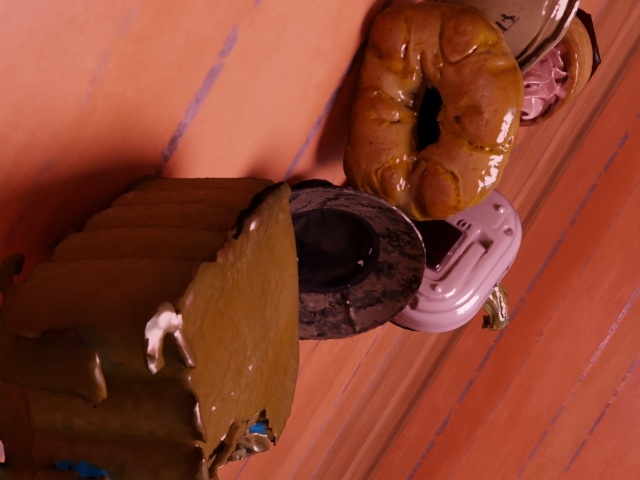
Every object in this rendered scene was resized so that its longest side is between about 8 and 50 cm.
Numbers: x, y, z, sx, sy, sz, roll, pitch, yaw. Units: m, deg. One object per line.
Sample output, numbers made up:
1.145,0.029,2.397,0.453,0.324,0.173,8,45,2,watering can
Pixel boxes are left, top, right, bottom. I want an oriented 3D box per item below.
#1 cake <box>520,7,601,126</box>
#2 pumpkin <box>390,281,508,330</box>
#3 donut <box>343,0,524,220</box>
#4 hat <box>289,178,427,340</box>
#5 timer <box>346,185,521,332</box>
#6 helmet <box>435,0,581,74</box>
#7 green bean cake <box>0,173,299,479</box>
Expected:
0.324,-0.280,1.058,0.178,0.185,0.208,-35,171,-50,cake
0.223,0.034,1.159,0.296,0.296,0.296,-44,154,-28,pumpkin
0.144,-0.153,0.822,0.128,0.208,0.261,-23,129,-62,donut
0.000,0.000,0.842,0.128,0.265,0.265,-87,-176,-46,hat
0.140,-0.009,0.948,0.237,0.262,0.087,-48,155,-21,timer
0.224,-0.324,0.883,0.257,0.137,0.204,128,-34,-68,helmet
-0.141,0.106,0.556,0.310,0.202,0.285,-59,150,-68,green bean cake
